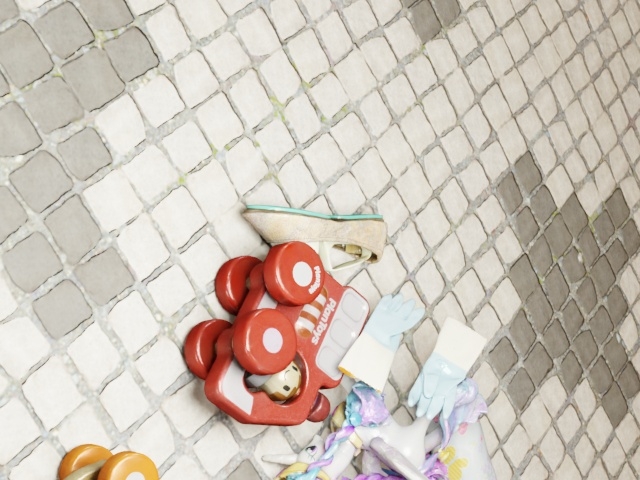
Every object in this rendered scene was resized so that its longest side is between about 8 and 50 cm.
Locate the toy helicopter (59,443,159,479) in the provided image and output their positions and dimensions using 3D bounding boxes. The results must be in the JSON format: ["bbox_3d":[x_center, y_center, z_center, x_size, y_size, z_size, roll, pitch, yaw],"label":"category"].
[{"bbox_3d":[-0.251,0.458,1.419,0.355,0.140,0.235,44,59,-31],"label":"toy helicopter"}]

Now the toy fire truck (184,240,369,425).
[{"bbox_3d":[-0.051,0.160,1.600,0.254,0.169,0.302,40,56,-27],"label":"toy fire truck"}]

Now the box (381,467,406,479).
[{"bbox_3d":[0.141,0.508,1.819,0.109,0.042,0.178,24,69,-37],"label":"box"}]

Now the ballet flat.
[{"bbox_3d":[0.000,0.000,1.732,0.316,0.107,0.106,4,88,-40],"label":"ballet flat"}]

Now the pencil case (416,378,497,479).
[{"bbox_3d":[0.263,0.395,1.898,0.124,0.113,0.273,-24,100,-62],"label":"pencil case"}]

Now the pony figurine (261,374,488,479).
[{"bbox_3d":[0.127,0.354,1.695,0.351,0.303,0.363,33,58,11],"label":"pony figurine"}]

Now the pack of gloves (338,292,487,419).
[{"bbox_3d":[0.153,0.199,1.696,0.195,0.046,0.232,32,44,5],"label":"pack of gloves"}]
